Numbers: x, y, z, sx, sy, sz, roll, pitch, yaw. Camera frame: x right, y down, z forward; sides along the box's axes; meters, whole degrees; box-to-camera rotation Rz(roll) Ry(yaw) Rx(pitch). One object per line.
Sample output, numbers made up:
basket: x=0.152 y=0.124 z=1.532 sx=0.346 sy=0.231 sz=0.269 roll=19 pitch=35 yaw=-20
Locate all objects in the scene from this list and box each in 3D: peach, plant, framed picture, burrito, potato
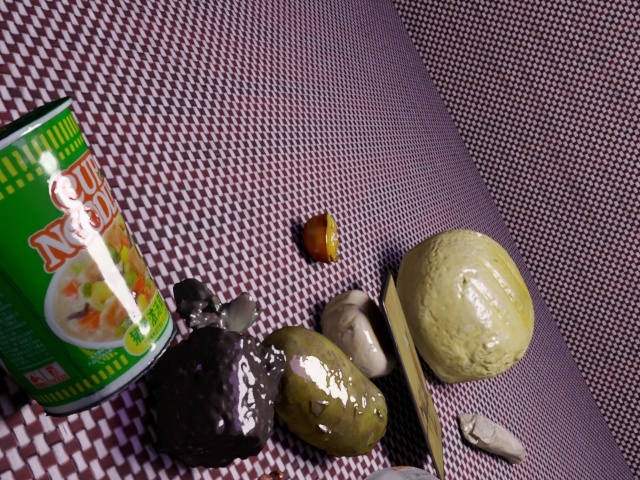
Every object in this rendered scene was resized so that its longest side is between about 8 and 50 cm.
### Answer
peach: x=0.000 y=-0.001 z=1.293 sx=0.098 sy=0.061 sz=0.098 roll=-6 pitch=90 yaw=-76
plant: x=-0.119 y=0.146 z=0.824 sx=0.142 sy=0.131 sz=0.203 roll=40 pitch=42 yaw=-38
framed picture: x=0.164 y=0.235 z=1.286 sx=0.255 sy=0.014 sz=0.339 roll=-46 pitch=118 yaw=-79
burrito: x=0.389 y=0.442 z=1.600 sx=0.275 sy=0.059 sz=0.082 roll=37 pitch=21 yaw=-44
potato: x=-0.002 y=0.212 z=1.017 sx=0.251 sy=0.113 sz=0.149 roll=38 pitch=41 yaw=-27

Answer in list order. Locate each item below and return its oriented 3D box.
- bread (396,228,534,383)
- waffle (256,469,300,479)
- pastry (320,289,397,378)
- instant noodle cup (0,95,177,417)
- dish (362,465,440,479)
bread: x=0.306 y=0.133 z=1.538 sx=0.320 sy=0.237 sz=0.321 roll=42 pitch=30 yaw=-31
waffle: x=-0.043 y=0.381 z=0.831 sx=0.234 sy=0.055 sz=0.221 roll=12 pitch=56 yaw=-53
pastry: x=0.066 y=0.162 z=1.220 sx=0.156 sy=0.092 sz=0.157 roll=44 pitch=33 yaw=-38
instant noodle cup: x=-0.251 y=0.022 z=0.648 sx=0.233 sy=0.207 sz=0.207 roll=62 pitch=23 yaw=-22
dish: x=0.168 y=0.445 z=1.013 sx=0.273 sy=0.133 sz=0.274 roll=26 pitch=49 yaw=-34
